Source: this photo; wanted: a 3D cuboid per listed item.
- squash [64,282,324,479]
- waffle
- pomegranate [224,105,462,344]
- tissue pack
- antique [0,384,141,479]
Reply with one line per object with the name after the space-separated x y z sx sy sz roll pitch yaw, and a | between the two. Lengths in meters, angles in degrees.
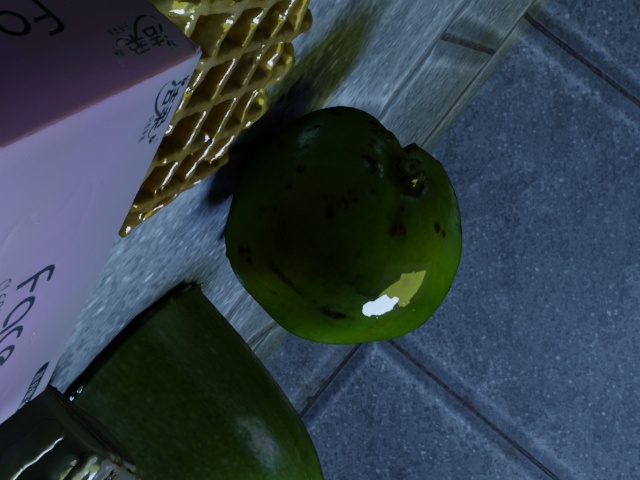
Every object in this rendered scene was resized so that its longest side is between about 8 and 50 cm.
-0.122 0.255 1.100 0.310 0.309 0.310 -51 174 -7 | squash
-0.084 -0.086 0.562 0.249 0.056 0.253 -47 174 -29 | waffle
0.000 0.000 0.972 0.301 0.236 0.236 -25 -163 51 | pomegranate
-0.163 0.010 0.392 0.148 0.092 0.246 -41 169 -49 | tissue pack
-0.224 0.173 0.744 0.150 0.125 0.284 -48 173 -23 | antique
